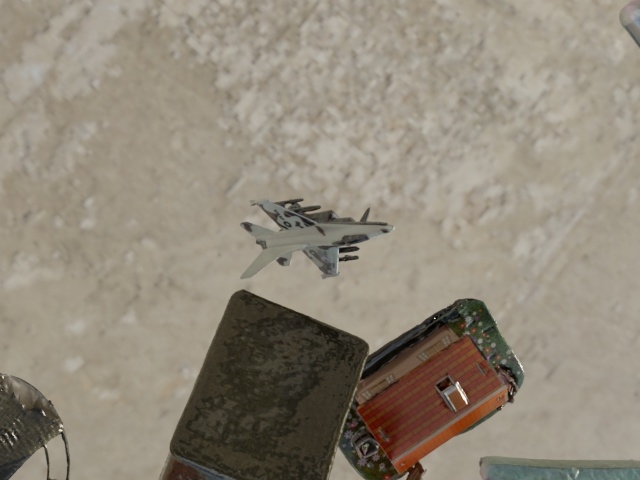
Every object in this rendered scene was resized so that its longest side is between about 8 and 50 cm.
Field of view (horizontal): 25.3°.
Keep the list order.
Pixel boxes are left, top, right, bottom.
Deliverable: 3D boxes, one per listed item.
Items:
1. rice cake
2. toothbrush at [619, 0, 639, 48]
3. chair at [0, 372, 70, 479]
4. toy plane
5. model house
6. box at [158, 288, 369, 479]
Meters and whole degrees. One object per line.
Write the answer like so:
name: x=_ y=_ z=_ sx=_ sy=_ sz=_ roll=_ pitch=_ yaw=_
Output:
rice cake: x=0.381 y=0.360 z=2.201 sx=0.290 sy=0.081 sz=0.051 roll=4 pitch=100 yaw=-14
toothbrush: x=0.348 y=-0.053 z=1.149 sx=0.025 sy=0.342 sz=0.030 roll=-39 pitch=-178 yaw=-40
chair: x=-0.346 y=0.245 z=1.404 sx=0.213 sy=0.149 sz=0.174 roll=-45 pitch=121 yaw=0
toy plane: x=-0.001 y=-0.011 z=1.735 sx=0.234 sy=0.082 sz=0.160 roll=-18 pitch=131 yaw=33
model house: x=0.165 y=0.246 z=2.017 sx=0.294 sy=0.154 sz=0.207 roll=-33 pitch=118 yaw=-2
box: x=-0.067 y=0.217 z=1.647 sx=0.273 sy=0.184 sz=0.143 roll=-70 pitch=-177 yaw=-47
